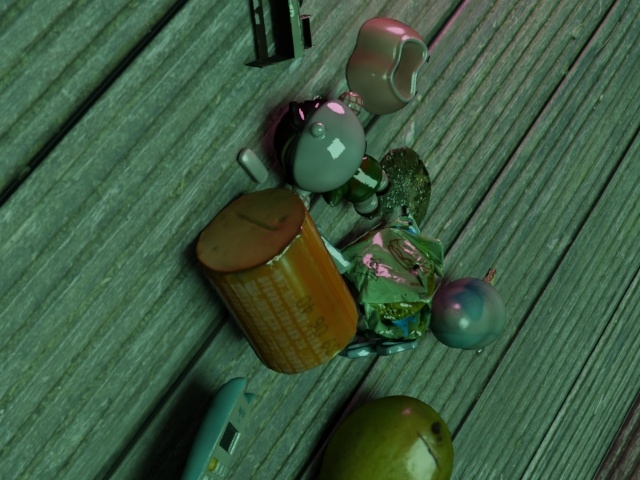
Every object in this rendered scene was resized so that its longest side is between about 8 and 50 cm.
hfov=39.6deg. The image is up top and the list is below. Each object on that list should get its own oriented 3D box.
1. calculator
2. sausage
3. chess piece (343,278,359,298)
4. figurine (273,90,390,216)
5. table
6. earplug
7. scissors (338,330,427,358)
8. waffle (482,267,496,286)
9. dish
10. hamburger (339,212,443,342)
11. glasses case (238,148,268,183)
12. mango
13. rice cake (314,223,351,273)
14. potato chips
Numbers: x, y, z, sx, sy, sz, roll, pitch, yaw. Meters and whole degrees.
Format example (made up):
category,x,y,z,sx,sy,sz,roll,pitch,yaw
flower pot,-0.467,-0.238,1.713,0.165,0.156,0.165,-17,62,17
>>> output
category,x,y,z,sx,sy,sz,roll,pitch,yaw
calculator,-0.220,0.454,1.695,0.256,0.054,0.387,85,23,-70
sausage,-0.079,0.080,1.695,0.233,0.233,0.287,-48,131,-26
chess piece,0.069,0.106,1.989,0.172,0.060,0.060,-18,116,-40
figurine,0.033,-0.159,1.786,0.281,0.167,0.370,-62,146,-7
table,-0.069,-0.415,1.665,0.175,0.062,0.146,-26,120,-36
earplug,0.331,0.184,2.113,0.324,0.184,0.185,3,102,-72
scissors,0.186,0.240,2.111,0.360,0.191,0.030,-3,83,-62
waffle,0.431,0.147,2.412,0.097,0.023,0.153,9,97,-49
dish,0.161,-0.371,1.902,0.213,0.090,0.214,-17,114,-43
hamburger,0.176,0.082,1.941,0.260,0.150,0.276,-15,77,-35
glasses case,-0.129,-0.143,1.717,0.032,0.021,0.083,-59,137,-19
mango,0.124,0.566,2.063,0.301,0.220,0.445,41,86,-14
rice cake,0.000,0.000,1.852,0.042,0.030,0.180,-43,115,4
potato chips,0.193,-0.108,2.071,0.220,0.029,0.202,37,73,-45
